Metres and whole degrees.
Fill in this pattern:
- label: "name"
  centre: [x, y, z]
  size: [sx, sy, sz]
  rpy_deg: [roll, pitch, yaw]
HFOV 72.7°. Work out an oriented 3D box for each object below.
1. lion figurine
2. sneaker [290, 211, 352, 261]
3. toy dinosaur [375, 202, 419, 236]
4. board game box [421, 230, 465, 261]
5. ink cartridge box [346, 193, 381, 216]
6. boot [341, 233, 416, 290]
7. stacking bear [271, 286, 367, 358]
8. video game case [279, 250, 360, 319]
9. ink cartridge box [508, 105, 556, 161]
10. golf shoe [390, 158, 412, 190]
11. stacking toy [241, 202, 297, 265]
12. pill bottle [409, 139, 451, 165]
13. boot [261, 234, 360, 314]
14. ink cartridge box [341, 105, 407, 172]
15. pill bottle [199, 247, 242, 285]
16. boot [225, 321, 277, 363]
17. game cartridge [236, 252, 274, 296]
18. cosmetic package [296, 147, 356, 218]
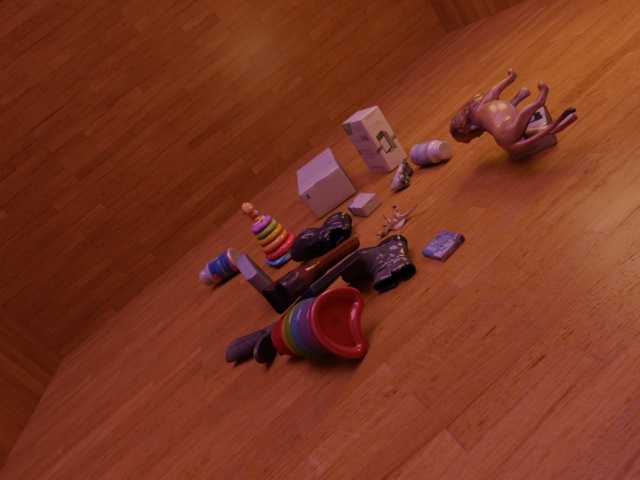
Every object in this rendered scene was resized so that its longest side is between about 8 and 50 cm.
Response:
- label: "lion figurine"
  centre: [0.524, -0.343, 1.248]
  size: [0.240, 0.142, 0.392]
  rpy_deg: [-43, 23, 17]
- label: "sneaker"
  centre: [0.000, 0.000, 1.685]
  size: [0.286, 0.109, 0.130]
  rpy_deg: [-36, 27, 14]
- label: "toy dinosaur"
  centre: [0.266, -0.076, 1.481]
  size: [0.183, 0.053, 0.093]
  rpy_deg: [-40, 34, 20]
- label: "board game box"
  centre: [0.335, 0.014, 1.193]
  size: [0.090, 0.020, 0.090]
  rpy_deg: [-45, 21, -11]
- label: "ink cartridge box"
  centre: [0.175, -0.144, 1.752]
  size: [0.088, 0.052, 0.122]
  rpy_deg: [-45, 20, -13]
- label: "boot"
  centre: [0.156, 0.088, 1.269]
  size: [0.246, 0.083, 0.161]
  rpy_deg: [-32, 27, 24]
- label: "stacking bear"
  centre: [-0.031, 0.238, 1.154]
  size: [0.289, 0.164, 0.176]
  rpy_deg: [-31, 54, 51]
- label: "video game case"
  centre: [-0.006, 0.143, 1.285]
  size: [0.196, 0.026, 0.274]
  rpy_deg: [-36, -10, -35]
- label: "ink cartridge box"
  centre: [0.638, -0.335, 1.332]
  size: [0.127, 0.072, 0.175]
  rpy_deg: [-24, 25, 35]
- label: "golf shoe"
  centre: [0.317, -0.264, 1.747]
  size: [0.086, 0.069, 0.176]
  rpy_deg: [-31, 20, 36]
- label: "stacking toy"
  centre: [-0.237, -0.048, 1.895]
  size: [0.175, 0.302, 0.165]
  rpy_deg: [-45, 21, -18]
- label: "pill bottle"
  centre: [0.426, -0.340, 1.684]
  size: [0.087, 0.087, 0.160]
  rpy_deg: [-46, 22, -17]
- label: "boot"
  centre: [-0.034, 0.093, 1.313]
  size: [0.280, 0.096, 0.264]
  rpy_deg: [-36, -9, -28]
- label: "ink cartridge box"
  centre: [0.242, -0.451, 1.967]
  size: [0.114, 0.273, 0.198]
  rpy_deg: [-40, 20, -11]
- label: "pill bottle"
  centre: [-0.505, 0.142, 2.215]
  size: [0.221, 0.124, 0.124]
  rpy_deg: [-33, 21, 18]
- label: "boot"
  centre: [-0.229, 0.346, 1.383]
  size: [0.208, 0.076, 0.190]
  rpy_deg: [-21, 12, 24]
- label: "game cartridge"
  centre: [-0.234, 0.142, 1.645]
  size: [0.060, 0.196, 0.294]
  rpy_deg: [-40, 20, -6]
- label: "cosmetic package"
  centre: [0.018, -0.300, 2.189]
  size: [0.230, 0.162, 0.453]
  rpy_deg: [-35, 21, 10]
